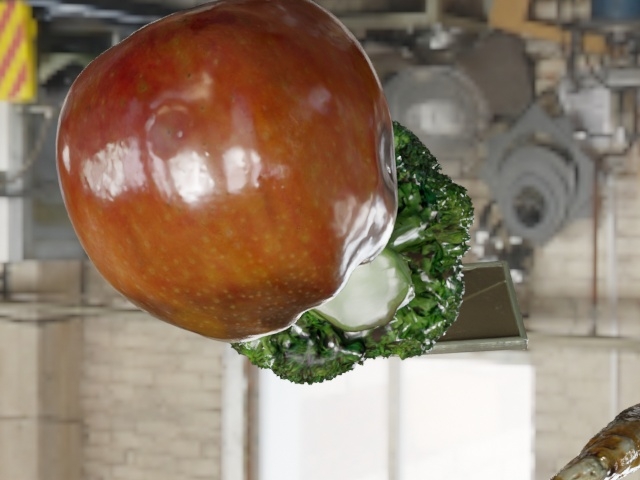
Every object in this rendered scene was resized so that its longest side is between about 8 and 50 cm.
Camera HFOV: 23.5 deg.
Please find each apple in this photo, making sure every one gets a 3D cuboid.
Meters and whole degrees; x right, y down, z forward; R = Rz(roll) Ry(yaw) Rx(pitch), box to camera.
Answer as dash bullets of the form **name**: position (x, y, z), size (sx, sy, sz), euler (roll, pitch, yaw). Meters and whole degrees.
- **apple**: position (-0.056, -0.045, 1.009), size (0.230, 0.230, 0.230), euler (0, -178, 0)

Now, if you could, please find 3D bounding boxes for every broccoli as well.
- **broccoli**: position (0.000, 0.000, 1.420), size (0.297, 0.298, 0.297), euler (0, -175, -4)

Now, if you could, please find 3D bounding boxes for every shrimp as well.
- **shrimp**: position (0.339, 0.282, 1.892), size (0.233, 0.071, 0.365), euler (-45, 165, 29)

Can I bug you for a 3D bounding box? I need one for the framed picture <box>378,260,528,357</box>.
- **framed picture**: position (0.134, 0.081, 1.823), size (0.203, 0.015, 0.150), euler (-4, -141, -3)
